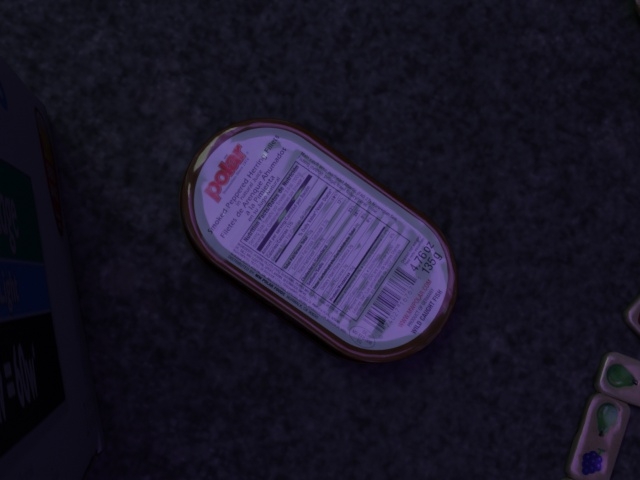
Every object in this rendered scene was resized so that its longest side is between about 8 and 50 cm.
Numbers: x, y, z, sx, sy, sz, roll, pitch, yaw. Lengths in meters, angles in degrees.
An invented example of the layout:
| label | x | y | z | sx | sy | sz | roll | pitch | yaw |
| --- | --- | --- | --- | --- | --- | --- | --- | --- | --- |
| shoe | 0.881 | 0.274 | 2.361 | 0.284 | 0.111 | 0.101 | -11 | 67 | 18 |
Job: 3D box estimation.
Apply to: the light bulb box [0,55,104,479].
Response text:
| label | x | y | z | sx | sy | sz | roll | pitch | yaw |
| --- | --- | --- | --- | --- | --- | --- | --- | --- | --- |
| light bulb box | -0.297 | 0.049 | 0.416 | 0.361 | 0.358 | 0.225 | -11 | 89 | -8 |

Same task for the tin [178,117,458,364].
| label | x | y | z | sx | sy | sz | roll | pitch | yaw |
| --- | --- | --- | --- | --- | --- | --- | --- | --- | --- |
| tin | 0.000 | 0.000 | 0.626 | 0.190 | 0.040 | 0.106 | 35 | 77 | -4 |

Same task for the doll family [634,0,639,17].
| label | x | y | z | sx | sy | sz | roll | pitch | yaw |
| --- | --- | --- | --- | --- | --- | --- | --- | --- | --- |
| doll family | 0.311 | -0.126 | 0.637 | 0.163 | 0.118 | 0.263 | -40 | 92 | -9 |

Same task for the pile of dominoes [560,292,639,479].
| label | x | y | z | sx | sy | sz | roll | pitch | yaw |
| --- | --- | --- | --- | --- | --- | --- | --- | --- | --- |
| pile of dominoes | 0.297 | 0.130 | 0.656 | 0.251 | 0.040 | 0.195 | 20 | 83 | -7 |
